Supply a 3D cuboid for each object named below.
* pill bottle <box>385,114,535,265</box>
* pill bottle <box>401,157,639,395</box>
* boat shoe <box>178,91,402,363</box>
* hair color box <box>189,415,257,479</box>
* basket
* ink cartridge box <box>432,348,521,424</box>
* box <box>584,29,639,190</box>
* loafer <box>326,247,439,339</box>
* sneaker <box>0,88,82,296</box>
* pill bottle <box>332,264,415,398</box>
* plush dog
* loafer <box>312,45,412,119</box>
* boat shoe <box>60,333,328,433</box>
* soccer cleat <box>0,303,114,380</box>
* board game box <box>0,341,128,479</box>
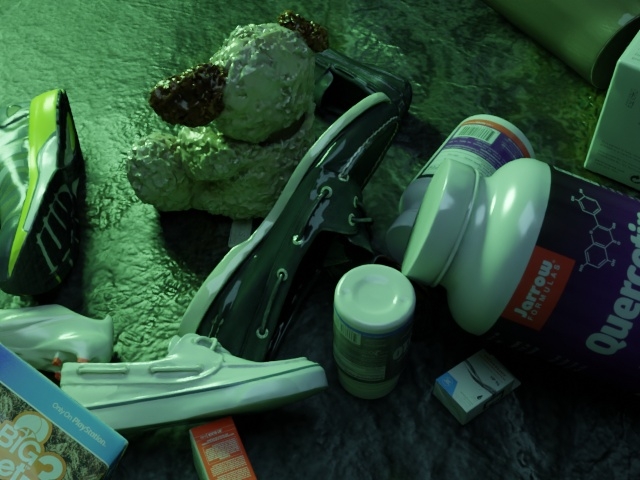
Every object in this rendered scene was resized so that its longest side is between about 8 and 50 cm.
[{"bbox_3d":[0.156,-0.047,1.097,0.108,0.108,0.193,27,55,20],"label":"pill bottle"},{"bbox_3d":[0.251,0.034,0.944,0.323,0.181,0.181,20,51,-3],"label":"pill bottle"},{"bbox_3d":[-0.001,-0.001,1.008,0.113,0.127,0.340,35,73,17],"label":"boat shoe"},{"bbox_3d":[-0.075,0.238,0.870,0.043,0.072,0.141,-16,53,-15],"label":"hair color box"},{"bbox_3d":[0.351,-0.327,1.320,0.204,0.154,0.227,-22,58,-22],"label":"basket"},{"bbox_3d":[0.162,0.144,0.985,0.083,0.028,0.048,-29,57,-24],"label":"ink cartridge box"},{"bbox_3d":[0.433,-0.144,1.140,0.181,0.182,0.119,28,56,21],"label":"box"},{"bbox_3d":[0.064,0.034,1.054,0.170,0.061,0.062,35,58,26],"label":"loafer"},{"bbox_3d":[-0.344,-0.051,1.100,0.121,0.111,0.300,-11,45,2],"label":"sneaker"},{"bbox_3d":[0.051,0.094,0.953,0.078,0.137,0.078,0,50,0],"label":"pill bottle"},{"bbox_3d":[-0.074,-0.138,1.088,0.210,0.225,0.262,35,57,25],"label":"plush dog"},{"bbox_3d":[0.008,-0.204,1.245,0.223,0.076,0.078,20,44,10],"label":"loafer"},{"bbox_3d":[-0.124,0.130,0.920,0.258,0.095,0.084,-8,76,-2],"label":"boat shoe"},{"bbox_3d":[-0.309,0.096,0.991,0.196,0.068,0.076,10,44,-3],"label":"soccer cleat"},{"bbox_3d":[-0.344,0.223,0.784,0.232,0.141,0.291,37,55,2],"label":"board game box"}]
